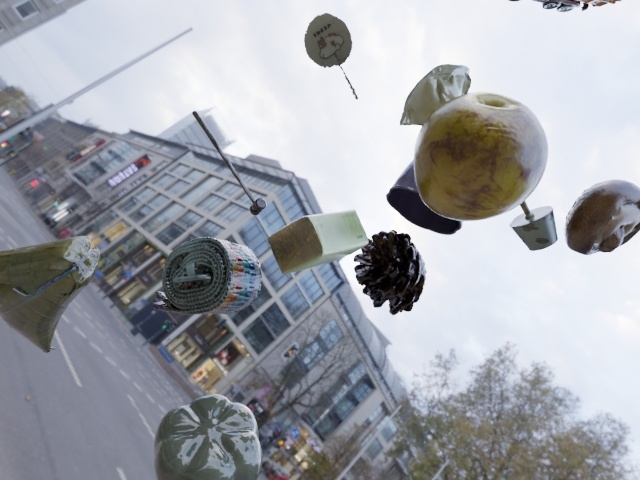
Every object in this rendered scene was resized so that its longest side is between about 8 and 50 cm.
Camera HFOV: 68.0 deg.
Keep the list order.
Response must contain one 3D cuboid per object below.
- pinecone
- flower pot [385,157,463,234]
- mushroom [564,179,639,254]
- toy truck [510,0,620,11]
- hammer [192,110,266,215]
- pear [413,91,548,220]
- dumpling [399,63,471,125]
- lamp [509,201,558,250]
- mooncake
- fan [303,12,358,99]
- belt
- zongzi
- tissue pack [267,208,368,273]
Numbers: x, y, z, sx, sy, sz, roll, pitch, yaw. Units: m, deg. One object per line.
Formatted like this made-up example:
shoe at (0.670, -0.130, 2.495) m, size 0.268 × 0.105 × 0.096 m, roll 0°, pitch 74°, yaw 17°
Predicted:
pinecone at (0.242, 0.106, 1.651) m, size 0.295 × 0.242 × 0.298 m, roll 54°, pitch 15°, yaw -33°
flower pot at (0.377, -0.187, 1.525) m, size 0.265 × 0.243 × 0.265 m, roll 28°, pitch -12°, yaw 6°
mushroom at (0.818, -0.063, 1.369) m, size 0.153 × 0.253 × 0.253 m, roll 55°, pitch -10°, yaw 47°
toy truck at (0.540, -0.591, 1.063) m, size 0.135 × 0.271 × 0.114 m, roll -167°, pitch -102°, yaw -69°
hammer at (-0.223, -0.190, 1.137) m, size 0.292 × 0.029 × 0.058 m, roll 56°, pitch -31°, yaw 0°
pear at (0.327, -0.171, 0.995) m, size 0.281 × 0.281 × 0.280 m, roll 41°, pitch -21°, yaw 20°
dumpling at (0.266, -0.344, 1.106) m, size 0.111 × 0.181 × 0.155 m, roll 27°, pitch -28°, yaw 20°
lamp at (0.573, -0.082, 1.310) m, size 0.214 × 0.121 × 0.121 m, roll 61°, pitch -21°, yaw -6°
mooncake at (-0.270, 0.501, 1.153) m, size 0.275 × 0.275 × 0.135 m, roll 35°, pitch -52°, yaw 33°
fan at (0.062, -0.666, 1.745) m, size 0.191 × 0.009 × 0.329 m, roll -20°, pitch -68°, yaw 35°
belt at (-0.316, 0.100, 1.289) m, size 0.295 × 0.206 × 0.161 m, roll -4°, pitch -10°, yaw 32°
zongzi at (-0.483, 0.115, 0.871) m, size 0.115 × 0.228 × 0.255 m, roll -85°, pitch 163°, yaw -55°
tissue pack at (0.000, 0.000, 1.297) m, size 0.159 × 0.234 × 0.125 m, roll -26°, pitch -98°, yaw 35°
